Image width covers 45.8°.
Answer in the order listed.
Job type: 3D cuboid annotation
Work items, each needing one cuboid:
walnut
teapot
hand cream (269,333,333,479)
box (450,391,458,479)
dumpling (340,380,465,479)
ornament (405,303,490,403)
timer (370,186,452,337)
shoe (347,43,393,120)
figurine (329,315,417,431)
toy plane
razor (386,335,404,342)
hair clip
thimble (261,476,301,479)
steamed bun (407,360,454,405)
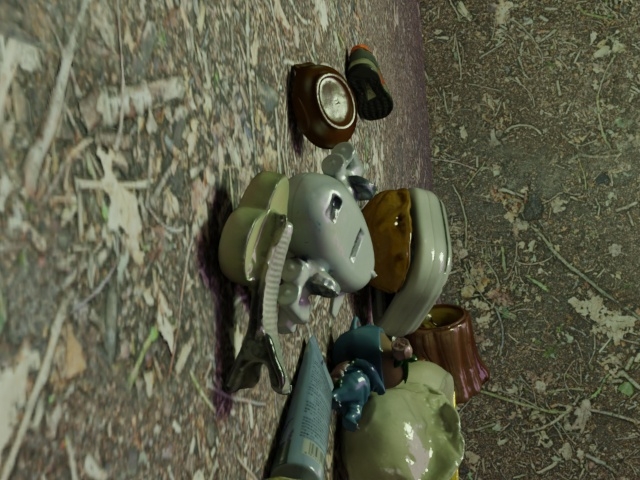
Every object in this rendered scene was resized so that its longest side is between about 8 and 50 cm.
[{"bbox_3d":[0.103,-0.004,1.373,0.167,0.087,0.211,112,-15,-56],"label":"walnut"},{"bbox_3d":[-0.002,-0.188,1.054,0.098,0.078,0.129,-22,95,-35],"label":"teapot"},{"bbox_3d":[-0.014,0.221,0.916,0.271,0.058,0.091,-74,145,-64],"label":"hand cream"},{"bbox_3d":[0.208,0.446,1.562,0.043,0.153,0.269,62,28,-60],"label":"box"},{"bbox_3d":[0.126,0.313,1.167,0.258,0.193,0.147,-72,153,-44],"label":"dumpling"},{"bbox_3d":[0.326,0.297,2.036,0.221,0.235,0.217,-133,-150,-71],"label":"ornament"},{"bbox_3d":[0.169,0.041,1.446,0.262,0.087,0.237,-89,-164,-46],"label":"timer"},{"bbox_3d":[0.100,-0.315,1.519,0.194,0.074,0.077,55,28,-61],"label":"shoe"},{"bbox_3d":[0.075,0.199,1.120,0.178,0.145,0.114,-57,133,-51],"label":"figurine"},{"bbox_3d":[0.000,0.000,0.919,0.245,0.118,0.244,-40,137,-54],"label":"toy plane"},{"bbox_3d":[0.154,0.227,1.605,0.090,0.054,0.147,46,40,-70],"label":"razor"},{"bbox_3d":[-0.056,0.041,0.754,0.159,0.071,0.218,48,46,-80],"label":"hair clip"},{"bbox_3d":[-0.027,0.306,0.651,0.143,0.138,0.190,60,40,-61],"label":"thimble"},{"bbox_3d":[0.150,0.328,1.367,0.232,0.145,0.231,10,90,-71],"label":"steamed bun"}]
